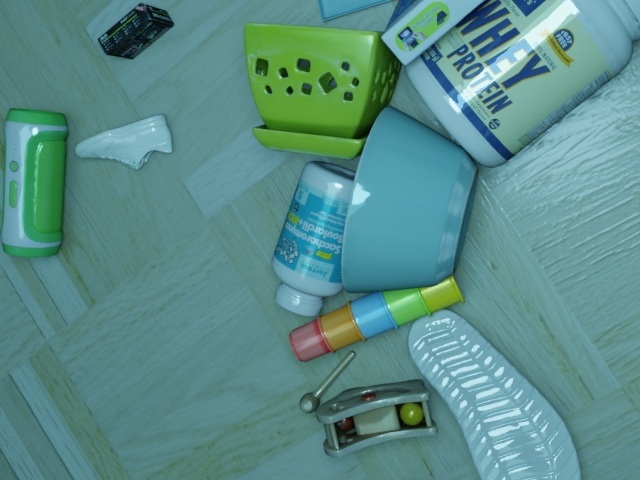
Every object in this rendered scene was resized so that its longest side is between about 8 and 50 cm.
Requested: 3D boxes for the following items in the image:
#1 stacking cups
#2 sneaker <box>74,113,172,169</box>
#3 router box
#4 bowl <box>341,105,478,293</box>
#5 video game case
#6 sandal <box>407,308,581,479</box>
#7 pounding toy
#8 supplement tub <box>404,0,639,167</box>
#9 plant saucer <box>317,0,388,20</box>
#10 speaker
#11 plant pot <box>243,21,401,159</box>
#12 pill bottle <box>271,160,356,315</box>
[{"bbox_3d":[0.092,0.126,1.281,0.316,0.096,0.096,-22,90,8],"label":"stacking cups"},{"bbox_3d":[-0.398,-0.183,1.452,0.212,0.080,0.094,-14,105,19],"label":"sneaker"},{"bbox_3d":[-0.357,-0.404,1.393,0.122,0.092,0.038,-31,87,19],"label":"router box"},{"bbox_3d":[0.155,-0.049,1.156,0.163,0.311,0.312,13,102,15],"label":"bowl"},{"bbox_3d":[0.216,-0.402,1.085,0.244,0.270,0.061,-35,108,29],"label":"video game case"},{"bbox_3d":[0.312,0.299,1.270,0.169,0.102,0.416,-32,74,5],"label":"sandal"},{"bbox_3d":[0.070,0.293,1.314,0.269,0.154,0.155,-12,94,19],"label":"pounding toy"},{"bbox_3d":[0.318,-0.294,1.103,0.325,0.235,0.235,-40,84,19],"label":"supplement tub"},{"bbox_3d":[0.086,-0.448,1.277,0.191,0.018,0.067,-11,94,19],"label":"plant saucer"},{"bbox_3d":[-0.596,-0.120,1.496,0.131,0.131,0.297,10,100,17],"label":"speaker"},{"bbox_3d":[0.009,-0.258,1.226,0.227,0.228,0.207,9,108,17],"label":"plant pot"},{"bbox_3d":[0.000,0.000,1.301,0.146,0.146,0.264,23,104,14],"label":"pill bottle"}]
